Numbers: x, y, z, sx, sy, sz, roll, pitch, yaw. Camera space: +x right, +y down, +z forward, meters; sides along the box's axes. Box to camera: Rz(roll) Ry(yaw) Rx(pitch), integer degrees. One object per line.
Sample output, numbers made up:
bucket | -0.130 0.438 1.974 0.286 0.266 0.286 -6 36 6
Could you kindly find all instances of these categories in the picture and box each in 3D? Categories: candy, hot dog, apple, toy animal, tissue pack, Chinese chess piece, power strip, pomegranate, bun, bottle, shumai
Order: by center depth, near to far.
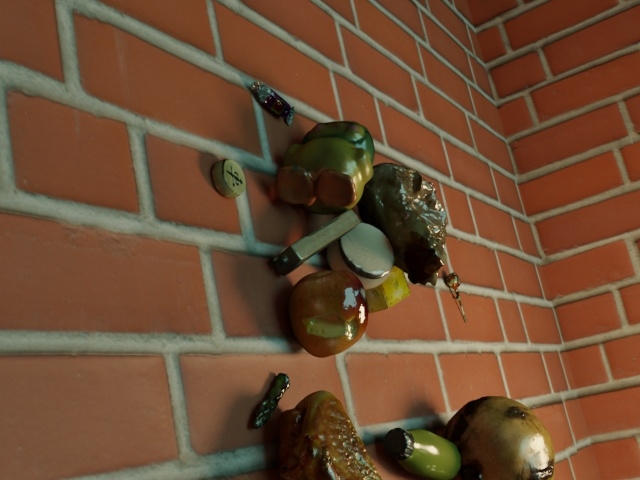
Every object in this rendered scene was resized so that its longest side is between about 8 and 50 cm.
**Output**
hot dog | 0.003 0.422 1.444 0.153 0.150 0.256 -12 66 -45
Chinese chess piece | -0.191 -0.130 1.601 0.084 0.034 0.084 39 41 -46
apple | 0.016 0.158 1.645 0.199 0.199 0.199 39 41 -45
power strip | -0.001 -0.003 1.736 0.048 0.080 0.286 54 43 2
toy animal | 0.025 -0.168 1.852 0.338 0.216 0.191 -68 158 -56
candy | -0.112 -0.335 1.864 0.175 0.045 0.043 32 12 -47
bottle | 0.245 0.520 1.875 0.260 0.112 0.112 35 44 -47
bun | 0.093 0.046 1.895 0.173 0.120 0.173 14 54 -21
shumai | 0.208 -0.008 1.975 0.283 0.217 0.346 -84 151 -47
pomegranate | 0.470 0.576 2.033 0.322 0.322 0.322 39 41 -45
tissue pack | 0.176 0.126 2.056 0.176 0.062 0.095 -17 88 -61
candy | 0.460 0.192 2.549 0.055 0.049 0.184 -41 117 -53

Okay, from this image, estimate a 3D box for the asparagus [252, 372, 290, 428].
asparagus | -0.097 0.314 1.490 0.165 0.030 0.036 -51 141 -60
